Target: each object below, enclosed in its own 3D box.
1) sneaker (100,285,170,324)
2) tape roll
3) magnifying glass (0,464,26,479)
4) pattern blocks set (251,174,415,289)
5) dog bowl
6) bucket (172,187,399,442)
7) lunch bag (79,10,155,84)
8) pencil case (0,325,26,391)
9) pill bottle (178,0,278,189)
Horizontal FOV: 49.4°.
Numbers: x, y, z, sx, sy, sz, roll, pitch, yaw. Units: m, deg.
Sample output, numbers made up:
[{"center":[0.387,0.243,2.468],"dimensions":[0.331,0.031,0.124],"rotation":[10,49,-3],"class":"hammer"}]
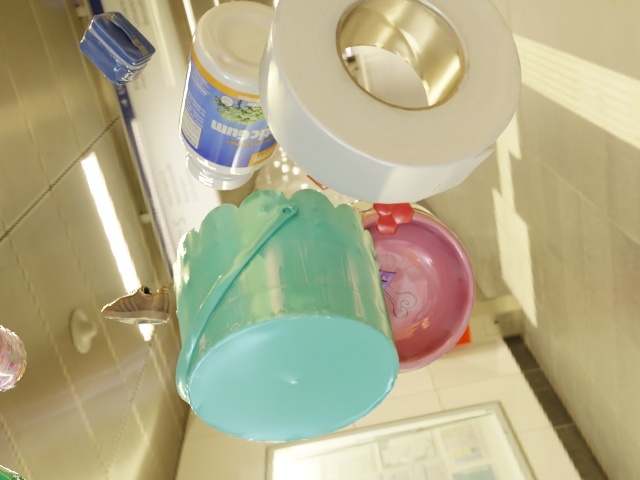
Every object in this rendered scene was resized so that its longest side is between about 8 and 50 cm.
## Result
[{"center":[-0.360,0.127,1.381],"dimensions":[0.066,0.188,0.071],"rotation":[31,-116,-48],"class":"sneaker"},{"center":[0.077,-0.187,0.783],"dimensions":[0.100,0.286,0.286],"rotation":[126,135,-65],"class":"tape roll"},{"center":[-0.317,0.194,0.595],"dimensions":[0.231,0.092,0.026],"rotation":[45,178,18],"class":"magnifying glass"},{"center":[0.000,0.000,1.370],"dimensions":[0.026,0.324,0.286],"rotation":[-25,-47,-71],"class":"pattern blocks set"},{"center":[0.154,0.104,1.519],"dimensions":[0.150,0.407,0.408],"rotation":[179,79,-81],"class":"dog bowl"},{"center":[-0.044,0.098,0.831],"dimensions":[0.183,0.281,0.281],"rotation":[-103,-1,-46],"class":"bucket"},{"center":[-0.290,-0.281,0.995],"dimensions":[0.098,0.065,0.067],"rotation":[45,-145,-5],"class":"lunch bag"},{"center":[-0.586,0.171,1.146],"dimensions":[0.284,0.124,0.124],"rotation":[97,164,-66],"class":"pencil case"},{"center":[-0.121,-0.189,0.994],"dimensions":[0.272,0.152,0.152],"rotation":[119,145,-57],"class":"pill bottle"}]
